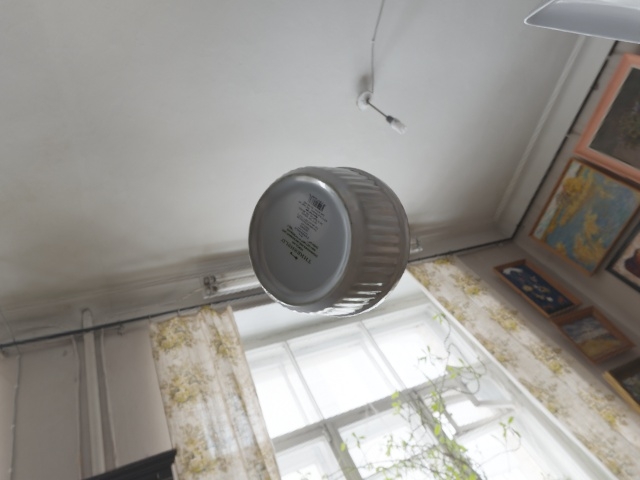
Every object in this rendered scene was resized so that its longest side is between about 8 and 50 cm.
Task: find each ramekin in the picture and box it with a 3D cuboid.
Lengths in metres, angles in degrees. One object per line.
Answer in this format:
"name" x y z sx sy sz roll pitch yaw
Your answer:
"ramekin" 0.000 0.000 0.553 0.109 0.207 0.207 3 -55 -54

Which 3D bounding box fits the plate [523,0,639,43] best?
"plate" 0.432 -0.298 0.484 0.277 0.278 0.045 7 -84 -3
